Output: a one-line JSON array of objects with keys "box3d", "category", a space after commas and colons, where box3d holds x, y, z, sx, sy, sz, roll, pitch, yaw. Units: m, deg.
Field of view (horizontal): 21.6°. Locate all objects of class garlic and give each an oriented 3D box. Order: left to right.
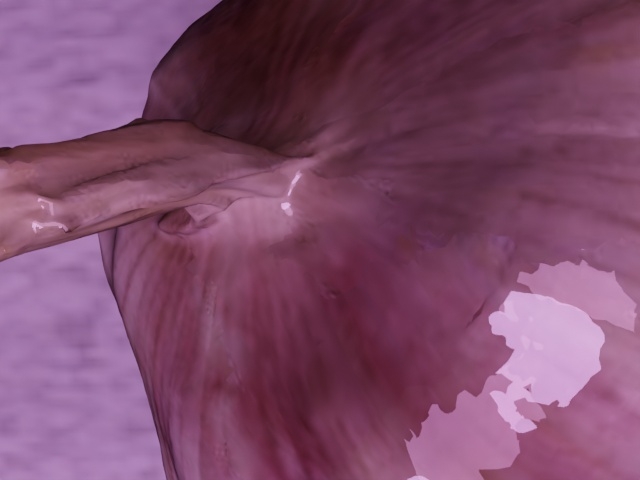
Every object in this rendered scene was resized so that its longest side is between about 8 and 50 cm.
[{"box3d": [0.000, 0.000, 0.457, 0.245, 0.253, 0.245, -15, 70, 50], "category": "garlic"}]
